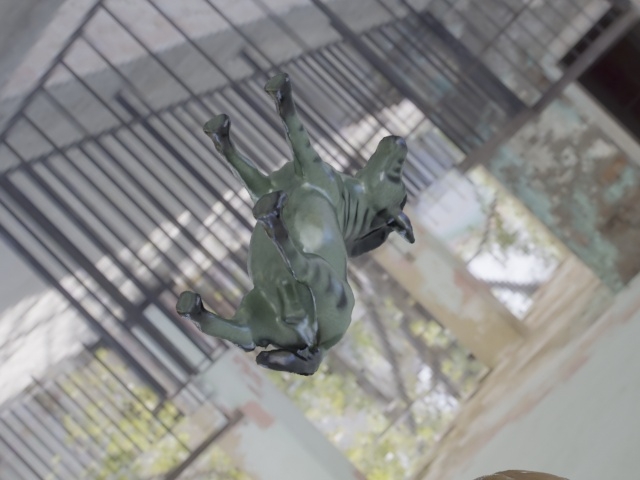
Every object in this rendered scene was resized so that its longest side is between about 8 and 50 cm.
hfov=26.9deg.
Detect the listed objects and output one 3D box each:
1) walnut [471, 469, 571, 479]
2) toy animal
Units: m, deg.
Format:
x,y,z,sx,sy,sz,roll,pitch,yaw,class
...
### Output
x,y,z,sx,sy,sz,roll,pitch,yaw,class
0.158,0.289,0.932,0.224,0.257,0.257,-56,174,9,walnut
-0.005,0.001,0.796,0.073,0.176,0.217,-17,-136,26,toy animal
